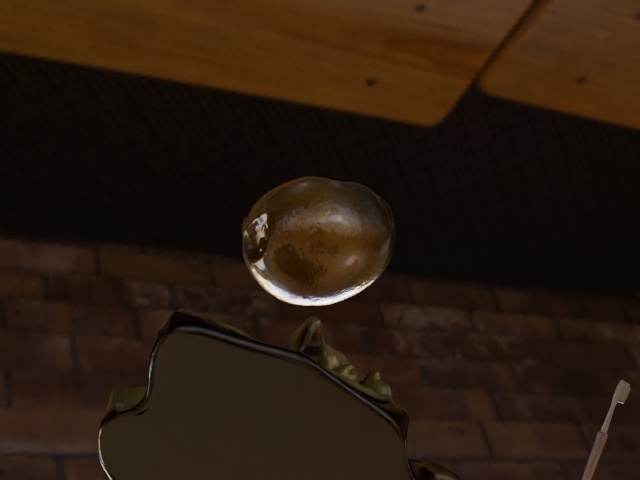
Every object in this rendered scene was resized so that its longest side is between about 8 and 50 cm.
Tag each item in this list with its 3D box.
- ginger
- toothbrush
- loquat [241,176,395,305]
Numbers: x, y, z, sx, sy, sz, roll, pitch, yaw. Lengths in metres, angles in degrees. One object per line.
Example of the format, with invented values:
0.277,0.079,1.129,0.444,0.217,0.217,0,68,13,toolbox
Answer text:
-0.063,0.250,1.392,0.413,0.211,0.358,40,105,-11,ginger
0.378,0.281,1.565,0.017,0.194,0.014,25,175,-11,toothbrush
0.000,0.000,1.577,0.227,0.179,0.179,0,145,-40,loquat
